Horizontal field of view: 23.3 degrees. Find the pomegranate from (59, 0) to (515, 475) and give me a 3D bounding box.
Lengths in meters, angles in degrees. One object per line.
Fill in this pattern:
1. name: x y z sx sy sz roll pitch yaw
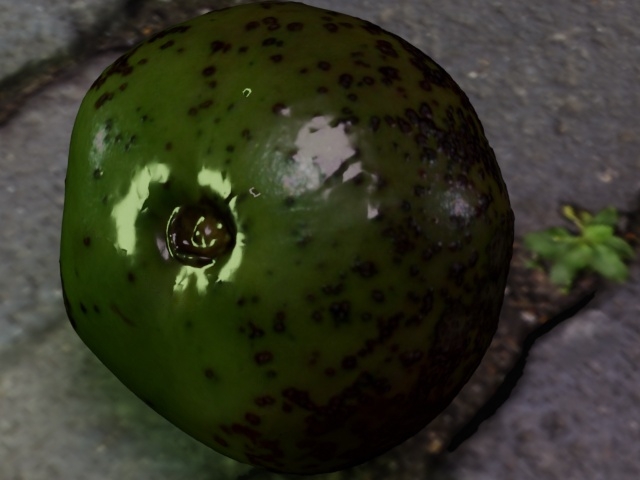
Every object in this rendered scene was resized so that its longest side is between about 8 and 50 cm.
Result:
1. pomegranate: 0.000 0.000 0.723 0.214 0.214 0.248 44 19 24
